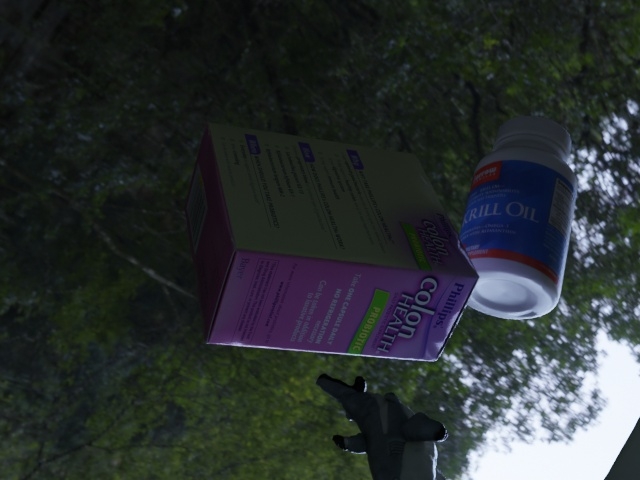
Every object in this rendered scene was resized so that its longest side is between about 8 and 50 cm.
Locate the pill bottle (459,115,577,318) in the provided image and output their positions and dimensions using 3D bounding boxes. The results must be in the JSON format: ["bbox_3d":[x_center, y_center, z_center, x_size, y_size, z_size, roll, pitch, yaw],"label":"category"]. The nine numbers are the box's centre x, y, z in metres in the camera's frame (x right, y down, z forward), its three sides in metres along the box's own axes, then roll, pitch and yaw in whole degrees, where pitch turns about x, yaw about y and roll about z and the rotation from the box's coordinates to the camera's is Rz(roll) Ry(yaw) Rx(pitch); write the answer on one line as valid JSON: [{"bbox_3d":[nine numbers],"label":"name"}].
[{"bbox_3d":[0.231,-0.031,1.059,0.124,0.124,0.222,-4,-125,33],"label":"pill bottle"}]

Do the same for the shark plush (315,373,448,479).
[{"bbox_3d":[0.041,0.148,0.722,0.067,0.073,0.161,-23,-132,-20],"label":"shark plush"}]

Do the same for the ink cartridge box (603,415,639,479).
[{"bbox_3d":[0.175,0.219,0.372,0.060,0.275,0.239,-8,-130,-10],"label":"ink cartridge box"}]

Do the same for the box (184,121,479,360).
[{"bbox_3d":[0.000,0.000,0.916,0.214,0.242,0.117,-109,-148,-50],"label":"box"}]
